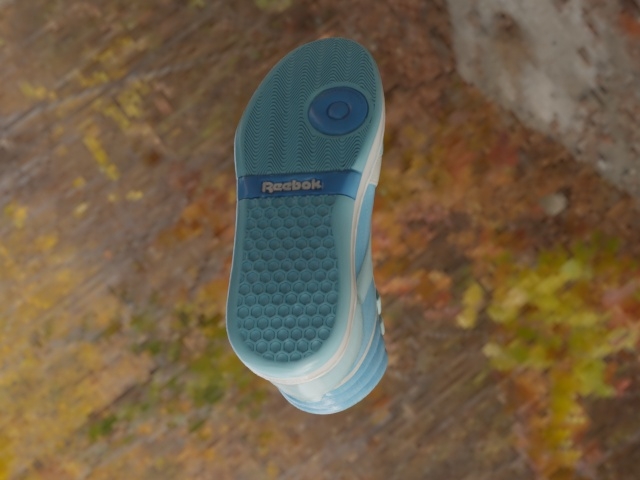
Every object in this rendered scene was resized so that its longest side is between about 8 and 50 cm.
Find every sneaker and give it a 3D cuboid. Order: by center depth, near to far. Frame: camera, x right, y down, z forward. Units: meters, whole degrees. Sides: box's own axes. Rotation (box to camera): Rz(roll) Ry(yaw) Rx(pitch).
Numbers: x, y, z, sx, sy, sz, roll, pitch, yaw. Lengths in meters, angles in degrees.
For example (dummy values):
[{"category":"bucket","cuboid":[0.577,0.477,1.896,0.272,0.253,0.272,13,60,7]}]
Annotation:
[{"category":"sneaker","cuboid":[0.000,0.000,1.309,0.127,0.319,0.208,4,155,15]}]
